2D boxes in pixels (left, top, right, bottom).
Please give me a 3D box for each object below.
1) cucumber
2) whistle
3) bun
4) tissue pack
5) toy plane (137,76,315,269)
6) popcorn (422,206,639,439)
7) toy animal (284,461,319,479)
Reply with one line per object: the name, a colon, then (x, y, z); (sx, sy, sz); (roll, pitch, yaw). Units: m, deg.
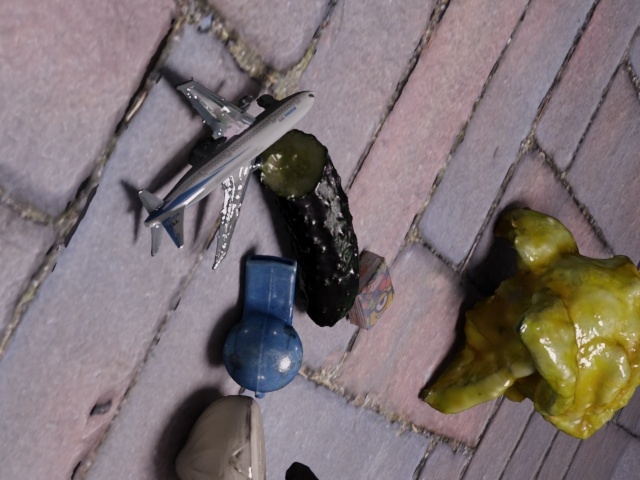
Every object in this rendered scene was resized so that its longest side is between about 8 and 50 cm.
cucumber: (0.000, 0.000, 1.491); (0.081, 0.072, 0.303); (-17, 145, 2)
whistle: (-0.058, 0.100, 1.460); (0.090, 0.090, 0.158); (-38, 144, -43)
bun: (-0.105, 0.229, 1.485); (0.138, 0.094, 0.138); (-5, 90, -85)
tissue pack: (0.056, 0.059, 1.695); (0.063, 0.035, 0.083); (-52, 150, -25)
toy plane: (-0.084, -0.074, 1.288); (0.226, 0.058, 0.226); (-51, 150, -34)
popcorn: (0.335, 0.143, 2.021); (0.326, 0.290, 0.321); (61, 54, -82)
toy animal: (-0.112, 0.384, 1.508); (0.343, 0.168, 0.106); (-38, 117, -15)
